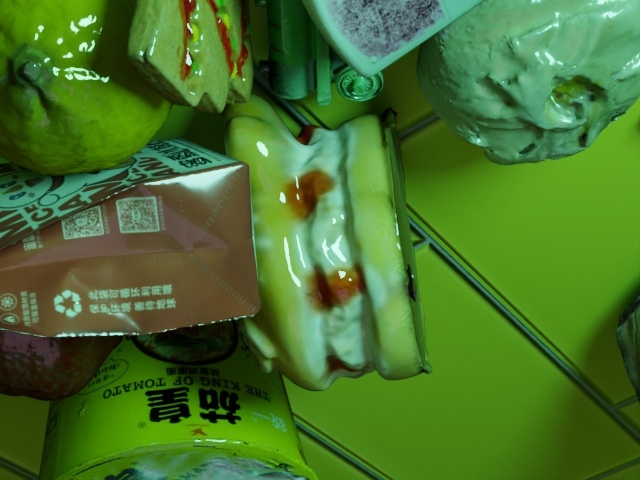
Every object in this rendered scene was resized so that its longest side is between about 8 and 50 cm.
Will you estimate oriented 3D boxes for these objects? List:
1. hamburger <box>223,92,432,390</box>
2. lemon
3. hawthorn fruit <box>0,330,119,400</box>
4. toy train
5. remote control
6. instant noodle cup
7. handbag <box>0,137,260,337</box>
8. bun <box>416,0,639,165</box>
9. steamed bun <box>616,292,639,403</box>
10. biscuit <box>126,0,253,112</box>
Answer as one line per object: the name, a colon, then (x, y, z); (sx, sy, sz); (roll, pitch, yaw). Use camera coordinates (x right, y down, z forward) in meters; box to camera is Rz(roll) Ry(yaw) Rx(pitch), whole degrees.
hamburger: (0.000, 0.000, 1.262); (0.186, 0.261, 0.302); (-7, 132, 4)
lemon: (-0.209, -0.150, 1.071); (0.192, 0.231, 0.192); (0, 107, 0)
hawthorn fruit: (-0.293, 0.027, 1.283); (0.211, 0.210, 0.262); (1, 123, -13)
toy train: (-0.002, -0.219, 1.135); (0.119, 0.085, 0.251); (-2, 138, -1)
remote control: (0.137, -0.272, 1.041); (0.344, 0.050, 0.145); (-33, 136, 0)
instant noodle cup: (-0.170, 0.209, 1.470); (0.326, 0.254, 0.325); (-6, 140, -5)
handbag: (-0.215, 0.004, 1.122); (0.298, 0.171, 0.151); (-10, 107, -26)
bun: (0.206, -0.165, 1.187); (0.239, 0.141, 0.239); (-8, 141, -7)
steamed bun: (0.514, 0.121, 1.510); (0.199, 0.251, 0.301); (10, 142, -35)
biscuit: (-0.096, -0.186, 1.036); (0.041, 0.238, 0.212); (1, 118, 14)
